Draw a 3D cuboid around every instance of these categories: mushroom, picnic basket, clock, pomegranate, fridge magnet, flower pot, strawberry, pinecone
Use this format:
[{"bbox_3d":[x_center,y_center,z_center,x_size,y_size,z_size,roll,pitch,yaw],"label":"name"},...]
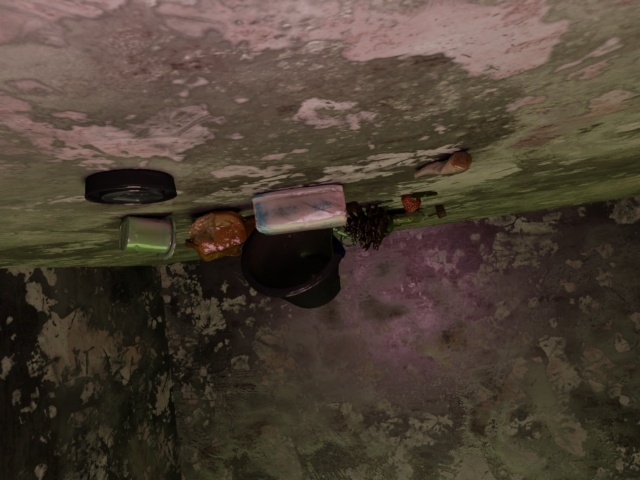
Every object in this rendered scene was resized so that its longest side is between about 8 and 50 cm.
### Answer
[{"bbox_3d":[0.316,-0.191,1.100,0.059,0.054,0.202,0,179,-20],"label":"mushroom"},{"bbox_3d":[0.578,-0.137,2.083,0.083,0.072,0.072,-21,173,9],"label":"picnic basket"},{"bbox_3d":[-0.408,-0.112,0.904,0.185,0.040,0.184,-7,176,0],"label":"clock"},{"bbox_3d":[0.267,-0.078,1.923,0.149,0.148,0.169,-8,170,10],"label":"pomegranate"},{"bbox_3d":[0.000,0.000,1.926,0.112,0.265,0.265,-53,165,10],"label":"fridge magnet"},{"bbox_3d":[-0.069,0.087,1.465,0.380,0.379,0.251,-9,142,16],"label":"flower pot"},{"bbox_3d":[0.348,-0.151,1.622,0.083,0.073,0.073,37,151,-27],"label":"strawberry"},{"bbox_3d":[0.190,-0.056,1.737,0.208,0.207,0.208,-7,176,-1],"label":"pinecone"}]

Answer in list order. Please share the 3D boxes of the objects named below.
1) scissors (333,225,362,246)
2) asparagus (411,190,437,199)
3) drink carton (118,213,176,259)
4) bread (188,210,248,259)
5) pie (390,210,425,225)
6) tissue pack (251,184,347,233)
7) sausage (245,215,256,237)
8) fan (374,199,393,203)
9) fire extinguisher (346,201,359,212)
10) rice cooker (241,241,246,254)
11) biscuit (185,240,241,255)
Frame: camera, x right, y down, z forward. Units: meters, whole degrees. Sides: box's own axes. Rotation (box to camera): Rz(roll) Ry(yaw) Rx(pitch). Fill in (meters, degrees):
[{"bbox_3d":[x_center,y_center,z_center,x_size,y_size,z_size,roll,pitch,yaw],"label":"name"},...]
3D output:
[{"bbox_3d":[0.077,-0.057,1.850,0.289,0.041,0.138,24,115,-35],"label":"scissors"},{"bbox_3d":[0.394,-0.172,1.587,0.108,0.025,0.021,-9,-142,-9],"label":"asparagus"},{"bbox_3d":[-0.558,-0.016,1.339,0.142,0.146,0.144,7,167,-40],"label":"drink carton"},{"bbox_3d":[-0.364,-0.022,1.488,0.195,0.148,0.344,-19,179,-17],"label":"bread"},{"bbox_3d":[0.381,-0.103,2.121,0.307,0.071,0.306,-11,-178,0],"label":"pie"},{"bbox_3d":[-0.056,-0.090,1.285,0.271,0.124,0.201,-8,179,3],"label":"tissue pack"},{"bbox_3d":[-0.217,-0.057,1.630,0.238,0.098,0.098,-12,174,35],"label":"sausage"},{"bbox_3d":[0.263,-0.158,1.703,0.080,0.003,0.060,-6,175,-18],"label":"fan"},{"bbox_3d":[0.092,-0.122,1.652,0.132,0.039,0.056,-11,142,43],"label":"fire extinguisher"},{"bbox_3d":[-0.292,0.078,2.223,0.317,0.264,0.316,36,171,7],"label":"rice cooker"},{"bbox_3d":[-0.546,0.044,2.145,0.295,0.044,0.186,12,-173,28],"label":"biscuit"}]
